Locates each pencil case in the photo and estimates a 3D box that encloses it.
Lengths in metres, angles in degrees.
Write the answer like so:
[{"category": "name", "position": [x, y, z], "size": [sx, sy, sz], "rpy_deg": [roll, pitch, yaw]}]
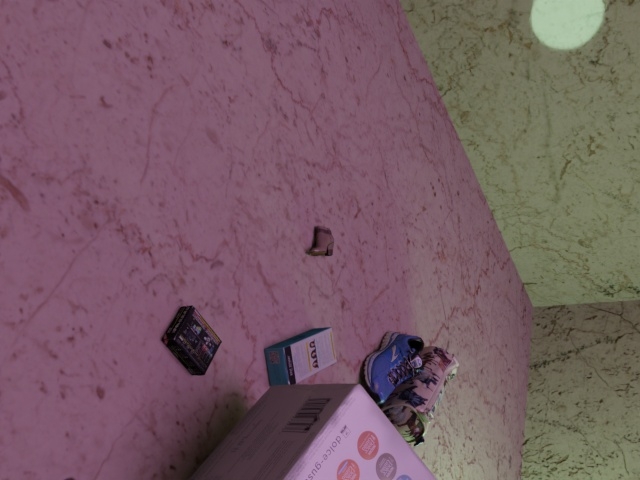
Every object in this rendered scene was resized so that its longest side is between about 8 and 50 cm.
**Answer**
[{"category": "pencil case", "position": [0.339, 0.508, 2.139], "size": [0.410, 0.184, 0.159], "rpy_deg": [-39, 115, -56]}]

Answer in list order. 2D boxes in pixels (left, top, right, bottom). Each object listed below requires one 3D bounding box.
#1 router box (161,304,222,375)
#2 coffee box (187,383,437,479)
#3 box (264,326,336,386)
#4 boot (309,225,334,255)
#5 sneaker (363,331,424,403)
[{"category": "router box", "position": [-0.269, 0.211, 1.339], "size": [0.122, 0.038, 0.092], "rpy_deg": [60, 38, -32]}, {"category": "coffee box", "position": [-0.018, 0.516, 1.247], "size": [0.334, 0.338, 0.337], "rpy_deg": [53, 56, -12]}, {"category": "box", "position": [-0.046, 0.301, 1.664], "size": [0.244, 0.060, 0.100], "rpy_deg": [-10, 91, -59]}, {"category": "boot", "position": [0.000, 0.000, 1.840], "size": [0.118, 0.042, 0.087], "rpy_deg": [9, 69, -59]}, {"category": "sneaker", "position": [0.244, 0.397, 2.041], "size": [0.330, 0.147, 0.129], "rpy_deg": [-48, 124, -51]}]
